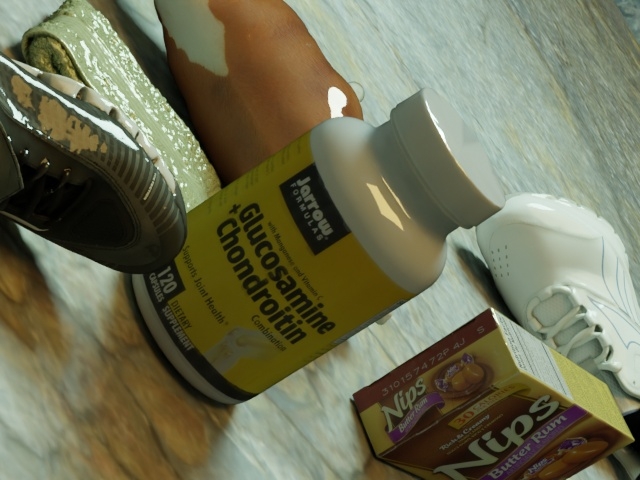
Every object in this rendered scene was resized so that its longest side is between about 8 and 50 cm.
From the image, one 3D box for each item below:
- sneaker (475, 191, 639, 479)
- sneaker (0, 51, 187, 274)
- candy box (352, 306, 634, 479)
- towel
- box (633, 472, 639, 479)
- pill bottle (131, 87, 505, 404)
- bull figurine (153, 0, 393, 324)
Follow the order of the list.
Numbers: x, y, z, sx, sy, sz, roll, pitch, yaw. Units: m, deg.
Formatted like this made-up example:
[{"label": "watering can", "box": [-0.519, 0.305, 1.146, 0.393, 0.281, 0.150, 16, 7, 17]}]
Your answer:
[{"label": "sneaker", "box": [0.234, 0.082, 1.625, 0.297, 0.111, 0.129, 50, 24, -19]}, {"label": "sneaker", "box": [-0.153, -0.045, 0.855, 0.234, 0.078, 0.106, 43, 25, -28]}, {"label": "candy box", "box": [0.115, 0.115, 1.232, 0.187, 0.109, 0.053, 32, 30, -52]}, {"label": "towel", "box": [-0.110, -0.070, 1.087, 0.148, 0.027, 0.110, 53, 17, -11]}, {"label": "box", "box": [0.450, 0.304, 0.987, 0.472, 0.297, 0.480, 13, 38, -30]}, {"label": "pill bottle", "box": [0.000, 0.000, 0.996, 0.103, 0.184, 0.103, 49, 18, -23]}, {"label": "bull figurine", "box": [-0.025, -0.088, 1.222, 0.188, 0.101, 0.310, 33, 29, -56]}]
